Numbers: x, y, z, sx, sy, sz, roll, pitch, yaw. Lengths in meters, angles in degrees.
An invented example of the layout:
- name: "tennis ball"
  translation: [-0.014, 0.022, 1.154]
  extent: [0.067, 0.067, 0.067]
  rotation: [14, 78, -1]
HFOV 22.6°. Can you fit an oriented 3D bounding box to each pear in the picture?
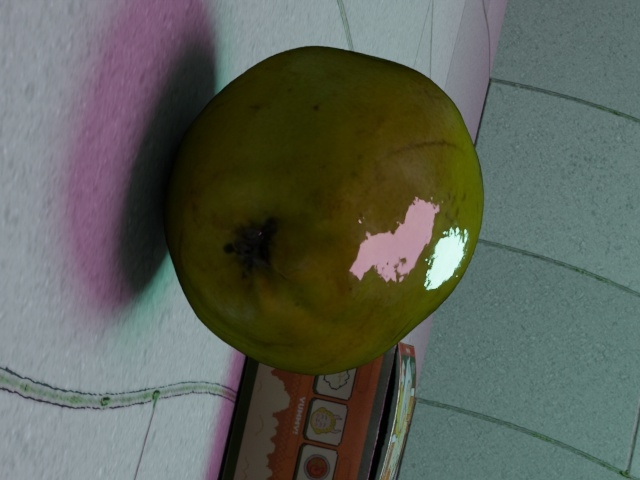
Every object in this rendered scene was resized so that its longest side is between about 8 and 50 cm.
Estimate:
- name: "pear"
  translation: [0.003, -0.025, 1.057]
  extent: [0.269, 0.212, 0.212]
  rotation: [-42, 144, -65]

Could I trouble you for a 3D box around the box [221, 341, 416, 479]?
- name: "box"
  translation: [0.006, 0.170, 1.541]
  extent: [0.195, 0.148, 0.177]
  rotation: [40, 62, -81]
